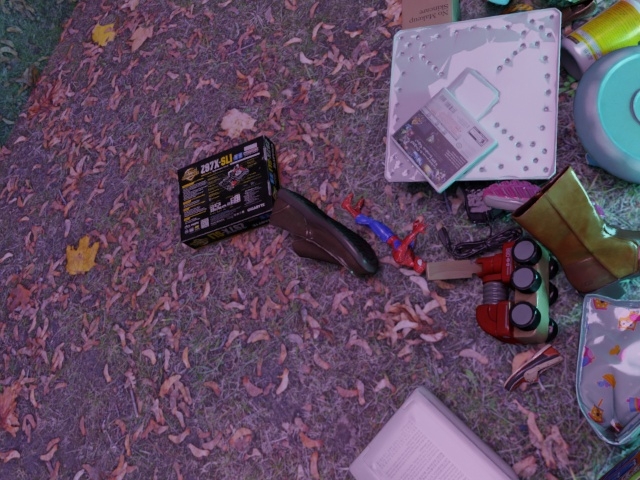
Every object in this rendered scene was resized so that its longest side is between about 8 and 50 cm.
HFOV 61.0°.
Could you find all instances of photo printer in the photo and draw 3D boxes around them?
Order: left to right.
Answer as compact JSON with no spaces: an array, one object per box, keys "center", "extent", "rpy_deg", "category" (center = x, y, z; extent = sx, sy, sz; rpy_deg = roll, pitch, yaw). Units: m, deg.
[{"center":[0.245,0.500,1.127],"extent":[0.307,0.107,0.256],"rpy_deg":[40,92,30],"category":"photo printer"}]

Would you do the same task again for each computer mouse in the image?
[{"center":[0.362,-0.080,1.316],"extent":[0.184,0.060,0.262],"rpy_deg":[-23,69,21],"category":"computer mouse"}]

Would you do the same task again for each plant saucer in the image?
[{"center":[0.703,-0.275,1.152],"extent":[0.317,0.044,0.318],"rpy_deg":[0,81,2],"category":"plant saucer"}]

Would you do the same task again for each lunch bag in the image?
[{"center":[0.560,0.250,0.999],"extent":[0.160,0.223,0.262],"rpy_deg":[0,72,33],"category":"lunch bag"}]

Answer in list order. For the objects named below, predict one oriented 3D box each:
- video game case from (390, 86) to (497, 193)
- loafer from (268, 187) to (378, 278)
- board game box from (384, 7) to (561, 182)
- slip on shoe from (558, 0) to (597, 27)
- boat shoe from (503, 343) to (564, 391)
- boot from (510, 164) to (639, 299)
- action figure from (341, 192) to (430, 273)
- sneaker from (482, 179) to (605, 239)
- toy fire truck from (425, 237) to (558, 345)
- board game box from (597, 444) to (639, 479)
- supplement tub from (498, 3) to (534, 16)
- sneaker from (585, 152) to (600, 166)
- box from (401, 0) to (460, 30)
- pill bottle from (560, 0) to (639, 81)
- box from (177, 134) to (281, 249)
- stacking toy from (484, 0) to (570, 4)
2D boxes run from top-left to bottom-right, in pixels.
[{"center":[0.285,-0.236,1.278],"extent":[0.173,0.022,0.190],"rpy_deg":[-42,69,15],"category":"video game case"},{"center":[0.000,0.000,1.428],"extent":[0.366,0.133,0.130],"rpy_deg":[39,103,35],"category":"loafer"},{"center":[0.356,-0.329,1.296],"extent":[0.389,0.050,0.390],"rpy_deg":[2,84,26],"category":"board game box"},{"center":[0.625,-0.572,1.371],"extent":[0.135,0.041,0.052],"rpy_deg":[-12,67,21],"category":"slip on shoe"},{"center":[0.448,0.276,1.148],"extent":[0.137,0.049,0.043],"rpy_deg":[-40,62,2],"category":"boat shoe"},{"center":[0.569,-0.042,1.096],"extent":[0.264,0.096,0.280],"rpy_deg":[-39,100,19],"category":"boot"},{"center":[0.187,-0.041,1.356],"extent":[0.139,0.091,0.280],"rpy_deg":[-49,58,16],"category":"action figure"},{"center":[0.472,-0.051,1.184],"extent":[0.252,0.103,0.111],"rpy_deg":[17,121,8],"category":"sneaker"},{"center":[0.372,0.111,1.202],"extent":[0.246,0.158,0.217],"rpy_deg":[-11,60,43],"category":"toy fire truck"},{"center":[0.514,0.553,0.800],"extent":[0.356,0.356,0.356],"rpy_deg":[-49,58,14],"category":"board game box"},{"center":[0.496,-0.482,1.357],"extent":[0.117,0.117,0.191],"rpy_deg":[-7,69,23],"category":"supplement tub"},{"center":[0.647,-0.275,1.228],"extent":[0.092,0.087,0.229],"rpy_deg":[1,71,25],"category":"sneaker"},{"center":[0.304,-0.585,1.483],"extent":[0.147,0.121,0.311],"rpy_deg":[-7,69,24],"category":"box"},{"center":[0.678,-0.477,1.268],"extent":[0.215,0.117,0.117],"rpy_deg":[-33,61,12],"category":"pill bottle"},{"center":[-0.275,-0.141,1.627],"extent":[0.321,0.079,0.257],"rpy_deg":[-18,63,19],"category":"box"},{"center":[0.492,-0.618,1.350],"extent":[0.279,0.309,0.130],"rpy_deg":[34,129,12],"category":"stacking toy"}]
